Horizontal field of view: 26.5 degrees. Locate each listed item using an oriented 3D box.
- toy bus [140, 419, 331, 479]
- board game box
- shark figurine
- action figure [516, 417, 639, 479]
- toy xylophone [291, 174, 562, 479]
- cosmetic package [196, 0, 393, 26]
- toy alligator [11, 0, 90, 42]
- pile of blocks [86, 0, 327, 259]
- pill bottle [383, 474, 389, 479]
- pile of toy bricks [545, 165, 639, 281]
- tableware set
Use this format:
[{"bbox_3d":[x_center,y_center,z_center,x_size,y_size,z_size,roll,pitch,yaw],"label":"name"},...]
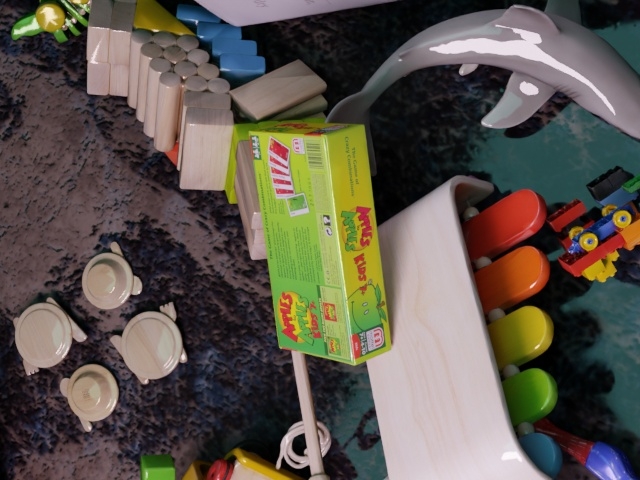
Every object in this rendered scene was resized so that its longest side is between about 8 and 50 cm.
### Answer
[{"bbox_3d":[-0.086,0.242,1.209,0.202,0.104,0.191,-15,113,-10],"label":"toy bus"},{"bbox_3d":[0.000,0.000,1.069,0.092,0.043,0.181,8,110,48],"label":"board game box"},{"bbox_3d":[0.134,-0.155,1.111,0.278,0.116,0.166,-5,79,2],"label":"shark figurine"},{"bbox_3d":[0.276,0.249,1.074,0.280,0.091,0.139,19,88,22],"label":"action figure"},{"bbox_3d":[0.084,0.099,1.098,0.236,0.081,0.322,-26,55,36],"label":"toy xylophone"},{"bbox_3d":[0.035,-0.393,1.063,0.394,0.327,0.329,-7,78,21],"label":"cosmetic package"},{"bbox_3d":[-0.220,-0.247,1.319,0.190,0.056,0.051,-40,116,14],"label":"toy alligator"},{"bbox_3d":[-0.090,-0.108,1.243,0.362,0.149,0.112,48,147,26],"label":"pile of blocks"},{"bbox_3d":[0.132,0.277,1.113,0.215,0.117,0.117,30,98,21],"label":"pill bottle"},{"bbox_3d":[0.293,-0.017,1.087,0.212,0.118,0.105,-34,104,0],"label":"pile of toy bricks"},{"bbox_3d":[-0.213,0.095,1.311,0.169,0.020,0.141,-38,77,14],"label":"tableware set"}]
